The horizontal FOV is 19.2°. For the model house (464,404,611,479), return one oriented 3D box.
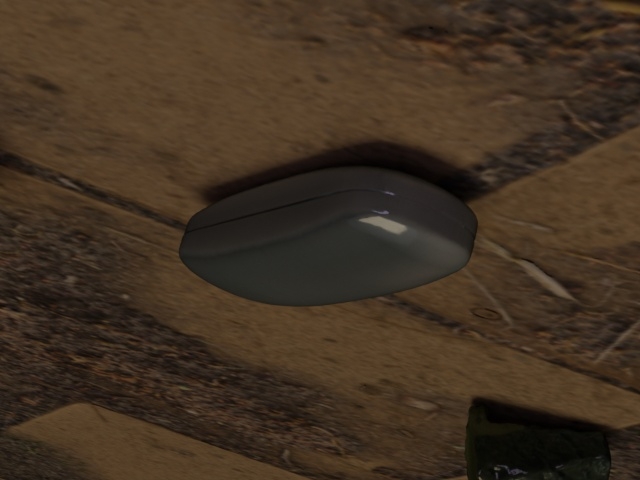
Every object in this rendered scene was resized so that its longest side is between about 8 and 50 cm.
[{"bbox_3d":[0.131,0.135,1.159,0.083,0.066,0.079,-4,150,0],"label":"model house"}]

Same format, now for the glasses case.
[{"bbox_3d":[0.000,0.000,0.856,0.067,0.045,0.178,25,159,-29],"label":"glasses case"}]
